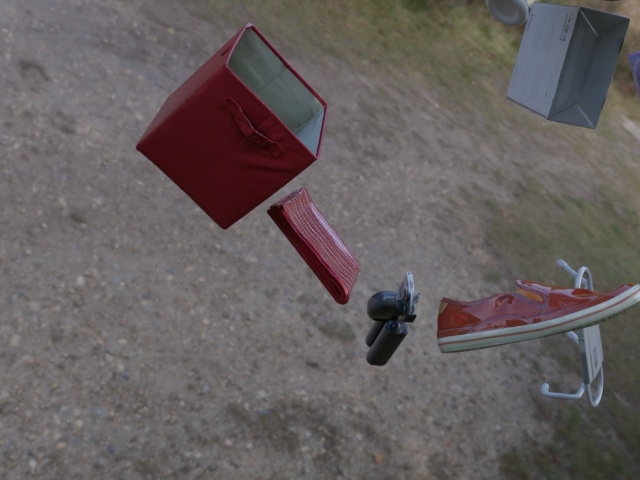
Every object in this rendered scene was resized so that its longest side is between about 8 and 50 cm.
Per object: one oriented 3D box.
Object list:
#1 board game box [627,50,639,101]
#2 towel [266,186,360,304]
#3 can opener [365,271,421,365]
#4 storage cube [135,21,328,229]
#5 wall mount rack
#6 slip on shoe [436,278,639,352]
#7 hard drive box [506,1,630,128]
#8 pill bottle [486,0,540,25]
[{"bbox_3d":[0.802,-0.326,1.741,0.347,0.078,0.233,-56,128,-77],"label":"board game box"},{"bbox_3d":[0.000,0.000,1.343,0.199,0.031,0.275,53,12,-4],"label":"towel"},{"bbox_3d":[0.116,0.144,1.395,0.093,0.280,0.074,5,59,-4],"label":"can opener"},{"bbox_3d":[-0.124,-0.169,1.145,0.183,0.193,0.215,44,28,-21],"label":"storage cube"},{"bbox_3d":[0.593,0.203,1.829,0.304,0.130,0.350,-37,121,-50],"label":"wall mount rack"},{"bbox_3d":[0.343,0.106,1.239,0.123,0.331,0.101,29,50,-71],"label":"slip on shoe"},{"bbox_3d":[0.412,-0.305,1.324,0.089,0.181,0.232,10,19,-8],"label":"hard drive box"},{"bbox_3d":[0.455,-0.571,1.718,0.103,0.103,0.184,38,72,-1],"label":"pill bottle"}]
